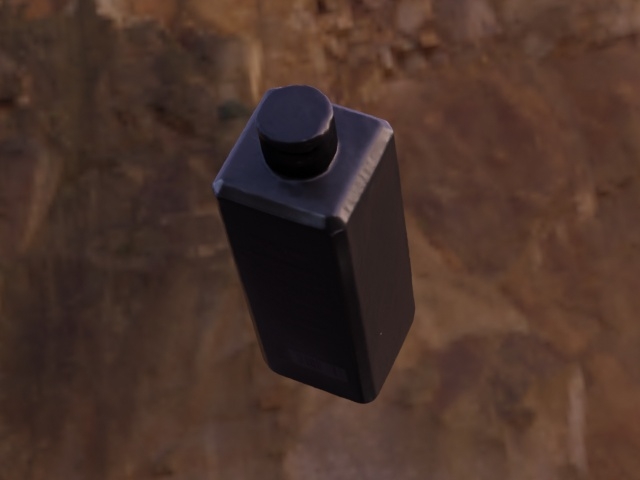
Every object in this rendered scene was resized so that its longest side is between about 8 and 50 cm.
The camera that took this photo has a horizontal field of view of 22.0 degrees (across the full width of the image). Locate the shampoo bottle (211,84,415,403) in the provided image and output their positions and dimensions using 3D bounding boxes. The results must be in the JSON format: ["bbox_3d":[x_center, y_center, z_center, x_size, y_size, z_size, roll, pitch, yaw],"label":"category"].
[{"bbox_3d":[0.000,0.000,0.939,0.080,0.079,0.246,18,-28,17],"label":"shampoo bottle"}]
